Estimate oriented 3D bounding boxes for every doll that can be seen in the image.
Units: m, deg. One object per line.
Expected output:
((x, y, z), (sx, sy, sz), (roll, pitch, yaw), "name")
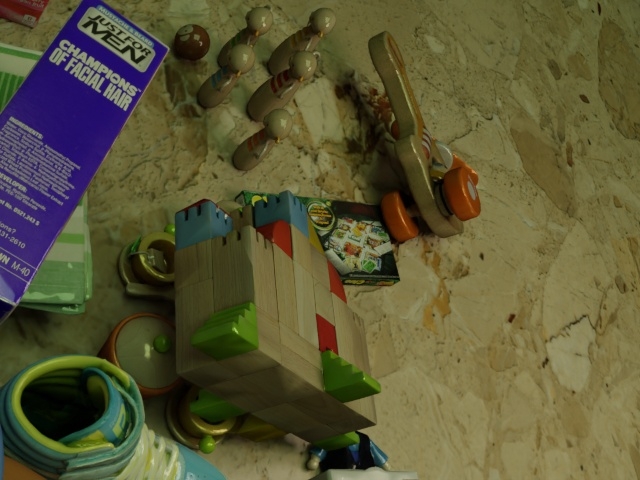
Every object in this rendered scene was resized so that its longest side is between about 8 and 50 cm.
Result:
((0.045, 0.304, 1.137), (0.129, 0.046, 0.189), (8, 54, -25), "doll")

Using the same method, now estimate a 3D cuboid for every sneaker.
((-0.195, 0.220, 0.882), (0.319, 0.208, 0.127), (24, 51, -26), "sneaker")

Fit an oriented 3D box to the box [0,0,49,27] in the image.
((-0.457, -0.388, 1.090), (0.257, 0.128, 0.123), (14, 57, -31), "box")

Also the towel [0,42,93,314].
((-0.372, -0.082, 0.946), (0.248, 0.038, 0.325), (8, 63, -34), "towel")

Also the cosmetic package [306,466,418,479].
((-0.003, 0.328, 0.950), (0.127, 0.238, 0.107), (11, 59, -33), "cosmetic package")

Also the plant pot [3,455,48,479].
((-0.284, 0.315, 0.727), (0.203, 0.291, 0.291), (41, 44, 10), "plant pot")

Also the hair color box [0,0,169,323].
((-0.286, -0.063, 0.850), (0.110, 0.185, 0.339), (32, 52, -19), "hair color box")

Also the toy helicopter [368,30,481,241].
((0.165, -0.176, 1.447), (0.235, 0.140, 0.355), (-17, 87, -66), "toy helicopter")

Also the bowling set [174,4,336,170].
((-0.108, -0.264, 1.276), (0.200, 0.154, 0.287), (30, 49, -22), "bowling set")

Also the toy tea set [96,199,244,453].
((-0.152, 0.076, 1.060), (0.200, 0.124, 0.336), (24, 52, -26), "toy tea set")

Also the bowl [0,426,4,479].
((-0.418, 0.199, 0.601), (0.391, 0.077, 0.391), (2, 39, -2), "bowl")

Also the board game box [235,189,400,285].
((0.000, 0.000, 1.295), (0.259, 0.030, 0.136), (5, 65, -37), "board game box")

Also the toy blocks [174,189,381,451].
((-0.051, 0.069, 1.024), (0.381, 0.190, 0.261), (43, 34, -52), "toy blocks")
